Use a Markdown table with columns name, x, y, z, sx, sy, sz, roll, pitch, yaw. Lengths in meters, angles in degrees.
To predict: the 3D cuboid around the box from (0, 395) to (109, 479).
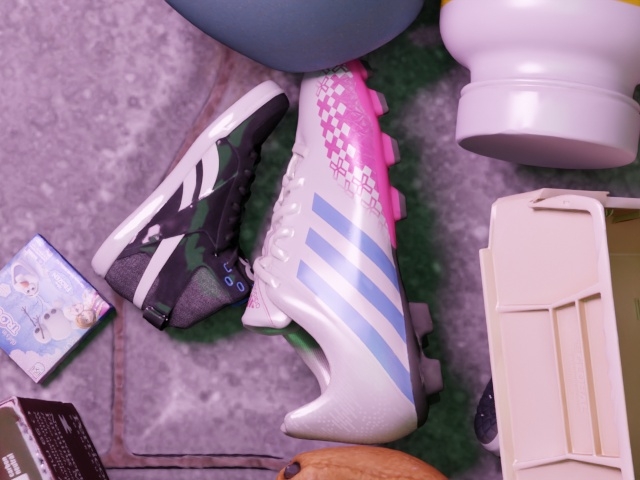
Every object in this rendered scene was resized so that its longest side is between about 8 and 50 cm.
| name | x | y | z | sx | sy | sz | roll | pitch | yaw |
| --- | --- | --- | --- | --- | --- | --- | --- | --- | --- |
| box | -0.250 | 0.229 | 1.244 | 0.167 | 0.203 | 0.168 | -27 | 83 | 0 |

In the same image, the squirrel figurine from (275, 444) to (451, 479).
| name | x | y | z | sx | sy | sz | roll | pitch | yaw |
| --- | --- | --- | --- | --- | --- | --- | --- | --- | --- |
| squirrel figurine | 0.034 | 0.361 | 1.215 | 0.397 | 0.281 | 0.370 | 35 | 76 | -7 |

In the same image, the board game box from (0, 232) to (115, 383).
| name | x | y | z | sx | sy | sz | roll | pitch | yaw |
| --- | --- | --- | --- | --- | --- | --- | --- | --- | --- |
| board game box | -0.235 | 0.057 | 1.356 | 0.090 | 0.020 | 0.090 | 43 | 89 | 7 |

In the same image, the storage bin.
| name | x | y | z | sx | sy | sz | roll | pitch | yaw |
| --- | --- | --- | --- | --- | --- | --- | --- | --- | --- |
| storage bin | 0.259 | 0.092 | 1.197 | 0.262 | 0.123 | 0.260 | 1 | 81 | -40 |

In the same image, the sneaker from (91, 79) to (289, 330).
| name | x | y | z | sx | sy | sz | roll | pitch | yaw |
| --- | --- | --- | --- | --- | --- | --- | --- | --- | --- |
| sneaker | -0.074 | -0.017 | 1.331 | 0.121 | 0.079 | 0.217 | 43 | 96 | 4 |

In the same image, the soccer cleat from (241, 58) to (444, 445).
| name | x | y | z | sx | sy | sz | roll | pitch | yaw |
| --- | --- | --- | --- | --- | --- | --- | --- | --- | --- |
| soccer cleat | 0.000 | 0.000 | 1.276 | 0.143 | 0.116 | 0.331 | -10 | 71 | -4 |

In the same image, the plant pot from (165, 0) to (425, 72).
| name | x | y | z | sx | sy | sz | roll | pitch | yaw |
| --- | --- | --- | --- | --- | --- | --- | --- | --- | --- |
| plant pot | -0.014 | -0.249 | 1.274 | 0.290 | 0.290 | 0.195 | -24 | 116 | 1 |

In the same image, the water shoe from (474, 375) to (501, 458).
| name | x | y | z | sx | sy | sz | roll | pitch | yaw |
| --- | --- | --- | --- | --- | --- | --- | --- | --- | --- |
| water shoe | 0.199 | 0.091 | 1.310 | 0.080 | 0.073 | 0.203 | 33 | 85 | -20 |

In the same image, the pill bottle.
| name | x | y | z | sx | sy | sz | roll | pitch | yaw |
| --- | --- | --- | --- | --- | --- | --- | --- | --- | --- |
| pill bottle | 0.194 | -0.232 | 1.279 | 0.188 | 0.188 | 0.334 | 6 | 84 | 4 |
